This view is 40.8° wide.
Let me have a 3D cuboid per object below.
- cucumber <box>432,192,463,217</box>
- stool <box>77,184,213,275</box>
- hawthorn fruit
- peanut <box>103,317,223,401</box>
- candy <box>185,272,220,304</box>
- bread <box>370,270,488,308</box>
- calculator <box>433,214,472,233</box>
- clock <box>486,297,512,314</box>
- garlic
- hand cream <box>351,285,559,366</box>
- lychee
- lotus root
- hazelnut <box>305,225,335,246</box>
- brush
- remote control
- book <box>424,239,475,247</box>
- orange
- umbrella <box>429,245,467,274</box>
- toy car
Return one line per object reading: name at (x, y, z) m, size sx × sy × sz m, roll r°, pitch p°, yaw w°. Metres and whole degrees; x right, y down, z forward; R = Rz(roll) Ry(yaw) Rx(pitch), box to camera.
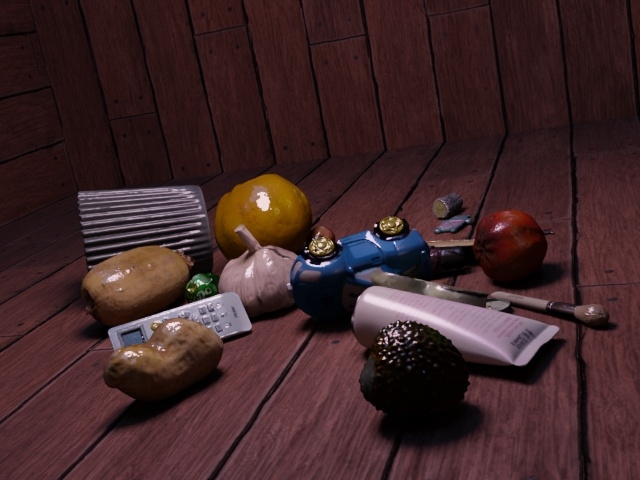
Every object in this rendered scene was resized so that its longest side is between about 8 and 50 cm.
cucumber at (0.374, -0.103, 2.512) m, size 0.064 × 0.064 × 0.112 m, roll 0°, pitch 15°, yaw 37°
stool at (-0.476, -0.011, 2.356) m, size 0.329 × 0.297 × 0.297 m, roll -9°, pitch 14°, yaw -12°
hawthorn fruit at (0.428, 0.007, 1.875) m, size 0.193 × 0.157 × 0.157 m, roll -13°, pitch 14°, yaw -25°
peanut at (-0.291, 0.223, 1.610) m, size 0.122 × 0.137 × 0.253 m, roll 0°, pitch 20°, yaw 42°
candy at (-0.254, 0.108, 2.177) m, size 0.097 × 0.097 × 0.323 m, roll -7°, pitch 6°, yaw 14°
bread at (0.214, 0.110, 1.712) m, size 0.232 × 0.064 × 0.172 m, roll 13°, pitch -3°, yaw 15°
calculator at (0.370, -0.047, 2.386) m, size 0.094 × 0.019 × 0.141 m, roll -4°, pitch 16°, yaw 34°
clock at (0.338, 0.136, 1.713) m, size 0.085 × 0.017 × 0.085 m, roll -10°, pitch 15°, yaw 3°
garlic at (-0.141, 0.058, 1.983) m, size 0.218 × 0.212 × 0.218 m, roll -13°, pitch 20°, yaw 5°
hand cream at (0.229, 0.162, 1.553) m, size 0.358 × 0.118 × 0.185 m, roll 8°, pitch 17°, yaw 33°
lychee at (0.149, 0.204, 1.344) m, size 0.171 × 0.171 × 0.171 m, roll -10°, pitch 14°, yaw 3°
lotus root at (-0.432, 0.097, 2.115) m, size 0.169 × 0.151 × 0.342 m, roll 45°, pitch 43°, yaw 18°
hazelnut at (0.000, 0.000, 2.374) m, size 0.086 × 0.086 × 0.086 m, roll -10°, pitch 14°, yaw 3°
brush at (0.435, 0.127, 1.660) m, size 0.042 × 0.039 × 0.299 m, roll -15°, pitch 11°, yaw -28°
remote control at (-0.297, 0.196, 1.840) m, size 0.293 × 0.103 × 0.051 m, roll -15°, pitch -30°, yaw -20°
book at (0.345, 0.011, 2.082) m, size 0.241 × 0.018 × 0.170 m, roll -2°, pitch -4°, yaw 31°
orange at (-0.159, -0.054, 2.333) m, size 0.279 × 0.235 × 0.279 m, roll -26°, pitch 12°, yaw 6°
umbrella at (0.177, 0.054, 2.002) m, size 0.325 × 0.094 × 0.090 m, roll -9°, pitch 29°, yaw 8°
toy car at (0.087, 0.083, 1.819) m, size 0.314 × 0.198 × 0.166 m, roll -16°, pitch 47°, yaw -13°
